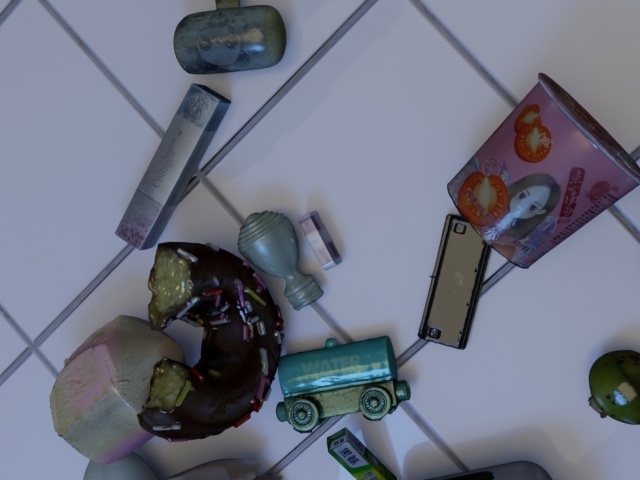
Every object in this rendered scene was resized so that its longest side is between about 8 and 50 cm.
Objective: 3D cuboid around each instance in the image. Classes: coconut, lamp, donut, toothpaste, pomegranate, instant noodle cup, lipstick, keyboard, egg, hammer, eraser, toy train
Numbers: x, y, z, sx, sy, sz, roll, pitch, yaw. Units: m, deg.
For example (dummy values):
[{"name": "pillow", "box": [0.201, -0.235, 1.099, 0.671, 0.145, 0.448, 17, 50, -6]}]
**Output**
[{"name": "coconut", "box": [-0.351, 0.257, 1.631, 0.245, 0.233, 0.233, -40, 85, 17]}, {"name": "lamp", "box": [-0.073, 0.034, 1.607, 0.106, 0.106, 0.193, -31, 97, 15]}, {"name": "donut", "box": [-0.178, 0.180, 1.559, 0.136, 0.259, 0.345, -11, 67, 49]}, {"name": "toothpaste", "box": [0.076, 0.397, 1.587, 0.043, 0.037, 0.178, -30, 124, 16]}, {"name": "pomegranate", "box": [0.500, 0.239, 1.475, 0.130, 0.130, 0.130, 2, 96, 14]}, {"name": "instant noodle cup", "box": [0.348, -0.101, 1.423, 0.243, 0.243, 0.231, 48, 112, 6]}, {"name": "lipstick", "box": [-0.272, -0.133, 1.654, 0.066, 0.068, 0.317, 32, 103, 9]}, {"name": "keyboard", "box": [0.235, 0.072, 1.566, 0.094, 0.025, 0.230, 15, 99, 11]}, {"name": "egg", "box": [-0.373, 0.489, 1.700, 0.151, 0.151, 0.209, -19, 94, 16]}, {"name": "hammer", "box": [-0.163, -0.448, 1.586, 0.202, 0.113, 0.305, -3, 87, 12]}, {"name": "eraser", "box": [0.000, 0.000, 1.598, 0.026, 0.065, 0.105, -28, 90, 17]}, {"name": "toy train", "box": [0.032, 0.253, 1.606, 0.248, 0.101, 0.159, -14, 79, 14]}]

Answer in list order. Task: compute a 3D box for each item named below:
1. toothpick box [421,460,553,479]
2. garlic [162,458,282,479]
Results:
[{"name": "toothpick box", "box": [0.285, 0.491, 1.513, 0.316, 0.229, 0.229, -16, 91, 14]}, {"name": "garlic", "box": [-0.208, 0.538, 1.625, 0.325, 0.132, 0.279, -8, 118, -16]}]
